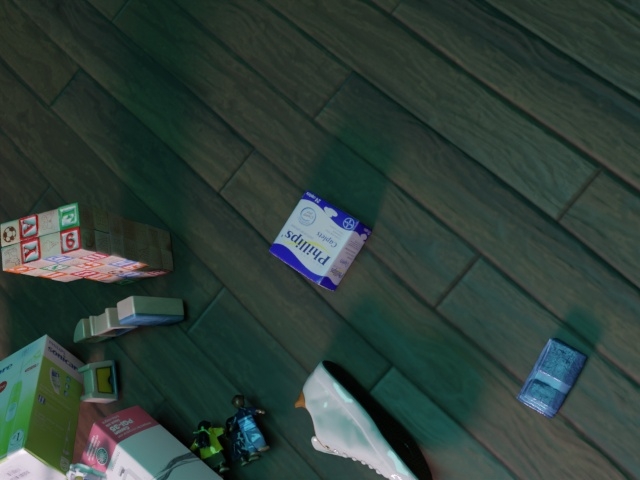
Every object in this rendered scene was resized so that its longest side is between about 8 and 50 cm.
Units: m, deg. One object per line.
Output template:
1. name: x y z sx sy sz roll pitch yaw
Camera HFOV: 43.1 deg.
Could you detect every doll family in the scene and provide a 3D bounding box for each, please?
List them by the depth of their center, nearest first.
1. doll family: -0.172 0.360 1.479 0.193 0.076 0.111 -28 65 9

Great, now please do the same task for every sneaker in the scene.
1. sneaker: 0.068 0.342 1.373 0.290 0.106 0.123 44 103 34

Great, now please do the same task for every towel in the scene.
1. towel: 0.373 0.220 1.305 0.067 0.029 0.119 29 90 24

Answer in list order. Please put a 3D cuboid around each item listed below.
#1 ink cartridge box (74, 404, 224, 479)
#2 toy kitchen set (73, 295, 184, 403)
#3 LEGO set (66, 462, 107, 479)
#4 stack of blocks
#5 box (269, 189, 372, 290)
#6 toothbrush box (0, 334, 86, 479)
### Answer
1. ink cartridge box: -0.301 0.468 1.450 0.283 0.117 0.207 33 112 25
2. toy kitchen set: -0.370 0.217 1.587 0.207 0.122 0.166 -24 69 38
3. LEGO set: -0.442 0.532 1.414 0.132 0.107 0.287 5 100 33
4. stack of blocks: -0.432 0.018 1.536 0.171 0.297 0.087 -14 75 20
5. box: 0.000 0.000 1.486 0.126 0.072 0.137 32 92 26
6. toothbrush box: -0.580 0.353 1.552 0.206 0.122 0.283 -29 36 15
